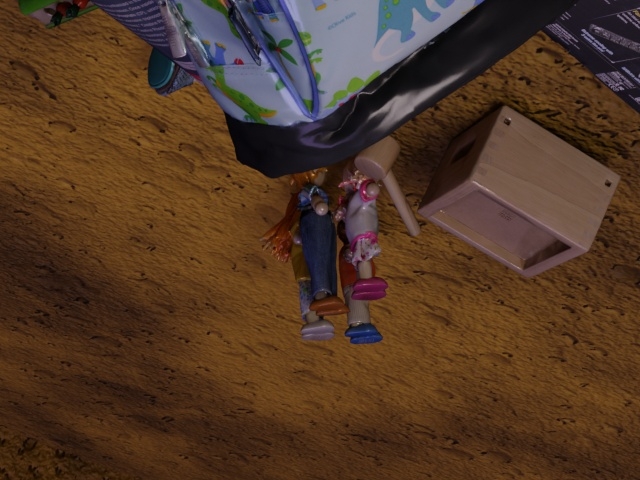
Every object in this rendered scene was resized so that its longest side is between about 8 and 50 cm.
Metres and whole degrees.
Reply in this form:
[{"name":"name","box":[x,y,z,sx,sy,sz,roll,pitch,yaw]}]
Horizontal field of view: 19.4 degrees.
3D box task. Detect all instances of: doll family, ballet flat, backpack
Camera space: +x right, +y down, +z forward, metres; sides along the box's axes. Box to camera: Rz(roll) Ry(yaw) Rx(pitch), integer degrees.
[{"name":"doll family","box":[0.000,0.000,1.856,0.118,0.163,0.263,-5,162,-3]},{"name":"ballet flat","box":[-0.105,-0.174,1.642,0.070,0.070,0.188,20,160,-10]},{"name":"backpack","box":[0.000,-0.243,1.082,0.355,0.290,0.273,58,171,-17]}]

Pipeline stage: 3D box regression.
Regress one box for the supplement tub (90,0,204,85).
[{"name":"supplement tub","box":[-0.102,-0.239,1.265,0.191,0.191,0.272,-7,148,43]}]

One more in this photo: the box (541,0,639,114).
[{"name":"box","box":[0.270,-0.188,1.338,0.307,0.076,0.242,33,152,-35]}]

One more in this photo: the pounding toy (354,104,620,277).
[{"name":"pounding toy","box":[0.138,-0.060,1.715,0.206,0.094,0.181,30,160,-10]}]

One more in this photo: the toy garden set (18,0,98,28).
[{"name":"toy garden set","box":[-0.269,-0.255,1.571,0.244,0.049,0.204,31,153,-33]}]
